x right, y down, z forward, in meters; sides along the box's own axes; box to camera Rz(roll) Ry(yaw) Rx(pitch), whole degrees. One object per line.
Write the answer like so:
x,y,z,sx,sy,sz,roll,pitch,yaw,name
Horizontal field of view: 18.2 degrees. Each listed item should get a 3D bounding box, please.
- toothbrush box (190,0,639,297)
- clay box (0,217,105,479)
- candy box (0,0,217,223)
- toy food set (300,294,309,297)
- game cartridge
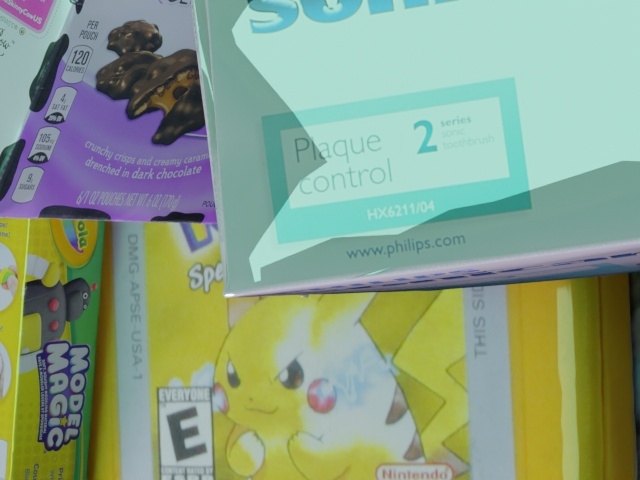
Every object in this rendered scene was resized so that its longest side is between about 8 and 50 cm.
0.104,-0.054,0.654,0.216,0.295,0.126,-8,86,13,toothbrush box
-0.163,0.029,0.953,0.127,0.053,0.222,10,96,43,clay box
-0.069,-0.108,0.819,0.070,0.165,0.196,33,107,29,candy box
0.009,-0.038,0.840,0.078,0.019,0.122,28,101,62,toy food set
0.000,0.000,0.896,0.285,0.052,0.324,-4,90,33,game cartridge
